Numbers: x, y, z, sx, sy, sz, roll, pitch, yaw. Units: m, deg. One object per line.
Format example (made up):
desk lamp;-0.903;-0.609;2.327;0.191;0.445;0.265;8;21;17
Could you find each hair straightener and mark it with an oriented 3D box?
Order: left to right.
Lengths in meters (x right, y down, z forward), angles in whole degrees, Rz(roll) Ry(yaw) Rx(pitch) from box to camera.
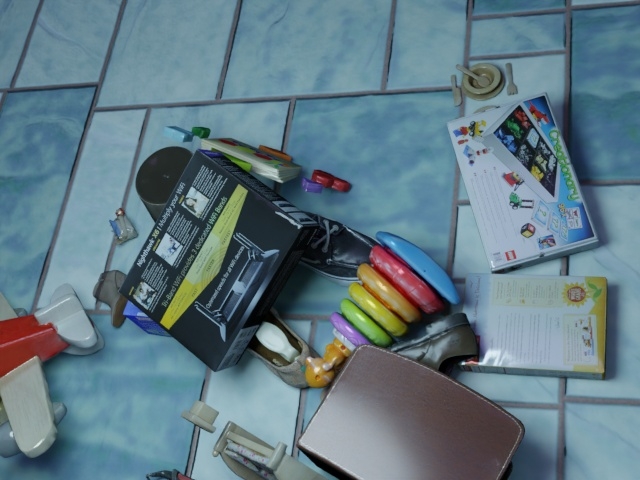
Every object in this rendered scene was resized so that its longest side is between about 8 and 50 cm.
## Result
hair straightener;-0.216;0.461;1.504;0.231;0.047;0.089;16;69;25

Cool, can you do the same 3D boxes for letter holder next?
letter holder;0.154;0.324;1.386;0.302;0.152;0.214;25;72;24

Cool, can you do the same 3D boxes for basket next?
basket;-0.251;-0.072;1.688;0.154;0.227;0.204;24;73;27

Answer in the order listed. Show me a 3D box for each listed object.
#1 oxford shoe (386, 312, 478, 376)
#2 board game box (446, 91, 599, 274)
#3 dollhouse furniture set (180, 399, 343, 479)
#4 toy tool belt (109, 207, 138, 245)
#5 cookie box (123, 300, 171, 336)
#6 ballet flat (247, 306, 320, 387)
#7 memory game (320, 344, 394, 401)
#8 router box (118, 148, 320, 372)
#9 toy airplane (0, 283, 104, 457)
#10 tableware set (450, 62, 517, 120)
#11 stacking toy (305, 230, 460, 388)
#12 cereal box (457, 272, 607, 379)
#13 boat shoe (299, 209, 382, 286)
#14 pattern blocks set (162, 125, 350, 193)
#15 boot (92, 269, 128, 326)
oxford shoe;0.161;0.214;1.459;0.227;0.083;0.096;-32;64;19
board game box;0.363;-0.104;1.579;0.193;0.053;0.305;-16;69;9
dollhouse furniture set;-0.044;0.413;1.287;0.303;0.356;0.173;-4;53;61
toy tool belt;-0.424;-0.029;1.826;0.051;0.052;0.083;-32;57;-10
cookie box;-0.310;0.149;1.662;0.092;0.107;0.040;5;65;20
ballet flat;-0.124;0.151;1.601;0.316;0.106;0.107;32;78;29
memory game;0.089;0.265;1.526;0.186;0.012;0.186;-8;62;15
router box;-0.181;0.033;1.513;0.243;0.081;0.308;37;106;18
toy airplane;-0.599;0.243;1.652;0.385;0.272;0.386;11;31;12
tableware set;0.324;-0.277;1.713;0.128;0.039;0.194;-10;61;13
stacking toy;0.083;0.140;1.507;0.175;0.166;0.302;41;90;-5
cereal box;0.361;0.143;1.478;0.240;0.047;0.172;1;65;20
boat shoe;0.000;0.000;1.640;0.301;0.102;0.108;21;72;26
pattern blocks set;-0.129;-0.156;1.681;0.325;0.285;0.026;25;105;23
boot;-0.426;0.116;1.762;0.087;0.042;0.118;5;64;28
